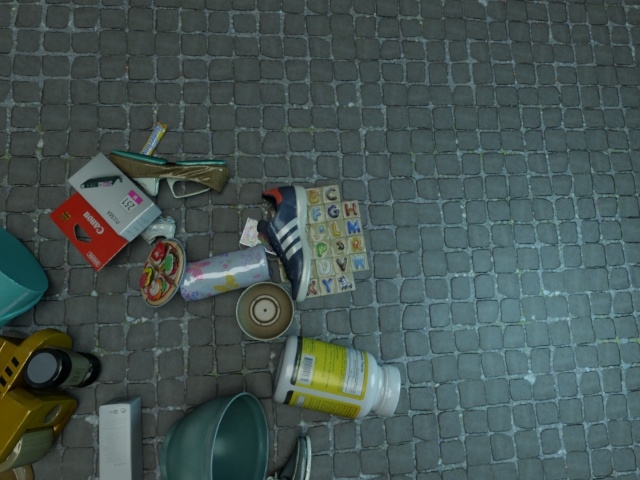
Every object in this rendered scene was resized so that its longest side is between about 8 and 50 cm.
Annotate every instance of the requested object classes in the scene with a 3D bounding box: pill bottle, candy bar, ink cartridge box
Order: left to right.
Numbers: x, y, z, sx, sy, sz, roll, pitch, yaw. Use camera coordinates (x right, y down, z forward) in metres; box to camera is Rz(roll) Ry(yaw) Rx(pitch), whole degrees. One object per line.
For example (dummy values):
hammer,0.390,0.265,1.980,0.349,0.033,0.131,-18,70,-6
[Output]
ink cartridge box,-0.626,-0.088,1.215,0.275,0.060,0.239,39,77,21
candy bar,-0.525,-0.294,1.325,0.040,0.018,0.162,27,80,-3
pill bottle,0.045,0.393,1.216,0.333,0.188,0.188,15,80,-6

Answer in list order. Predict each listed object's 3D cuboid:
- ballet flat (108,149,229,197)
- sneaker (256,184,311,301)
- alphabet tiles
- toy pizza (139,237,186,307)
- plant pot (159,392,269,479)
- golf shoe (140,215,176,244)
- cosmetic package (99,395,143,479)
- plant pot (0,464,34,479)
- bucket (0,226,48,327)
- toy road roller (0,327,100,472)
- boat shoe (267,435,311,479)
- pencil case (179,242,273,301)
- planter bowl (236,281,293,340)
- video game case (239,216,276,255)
ballet flat,-0.449,-0.191,1.281,0.341,0.116,0.124,3,104,-15
sneaker,-0.112,0.009,1.263,0.147,0.131,0.351,-2,73,-12
alphabet tiles,0.000,0.000,1.351,0.284,0.011,0.343,-8,84,-11
toy pizza,-0.452,0.087,1.207,0.201,0.032,0.202,-15,64,33
plant pot,-0.286,0.554,1.120,0.196,0.293,0.294,-8,82,17
golf shoe,-0.518,-0.030,1.265,0.176,0.069,0.086,1,88,-6
cosmetic package,-0.532,0.547,1.150,0.085,0.117,0.232,-2,81,-8
plant pot,-0.885,0.655,1.127,0.236,0.032,0.237,1,82,-7
bucket,-0.863,0.096,1.095,0.183,0.281,0.281,-37,88,-9
toy road roller,-0.768,0.385,1.105,0.240,0.202,0.330,24,74,9
boat shoe,-0.104,0.698,1.188,0.098,0.116,0.320,17,85,-9
pencil case,-0.279,0.089,1.252,0.272,0.114,0.124,-15,44,-10
planter bowl,-0.162,0.206,1.255,0.161,0.109,0.162,1,81,-7
video game case,-0.180,-0.013,1.335,0.121,0.011,0.087,19,79,-5
